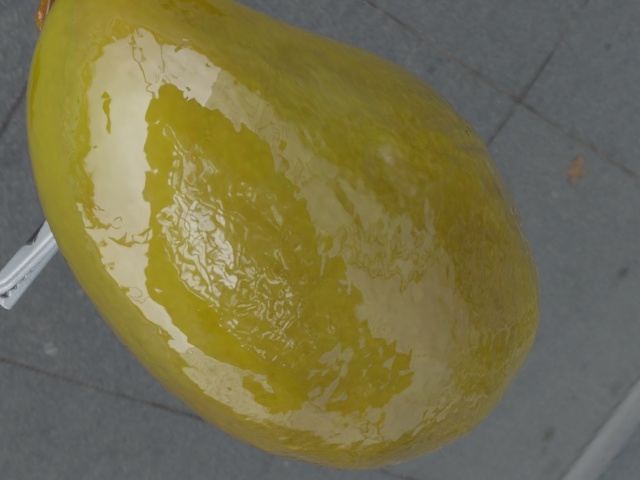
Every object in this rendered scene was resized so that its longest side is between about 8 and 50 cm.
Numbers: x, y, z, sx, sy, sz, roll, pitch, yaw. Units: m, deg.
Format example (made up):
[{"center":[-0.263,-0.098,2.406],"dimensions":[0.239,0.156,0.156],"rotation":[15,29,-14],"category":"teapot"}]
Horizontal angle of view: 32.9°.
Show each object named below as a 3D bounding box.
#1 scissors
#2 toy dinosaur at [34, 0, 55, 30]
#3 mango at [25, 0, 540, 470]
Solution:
[{"center":[-0.200,-0.041,0.934],"dimensions":[0.242,0.118,0.030],"rotation":[-56,142,-25],"category":"scissors"},{"center":[-0.192,-0.161,0.787],"dimensions":[0.026,0.041,0.113],"rotation":[14,131,0],"category":"toy dinosaur"},{"center":[0.002,0.008,0.505],"dimensions":[0.331,0.142,0.195],"rotation":[13,71,-55],"category":"mango"}]
